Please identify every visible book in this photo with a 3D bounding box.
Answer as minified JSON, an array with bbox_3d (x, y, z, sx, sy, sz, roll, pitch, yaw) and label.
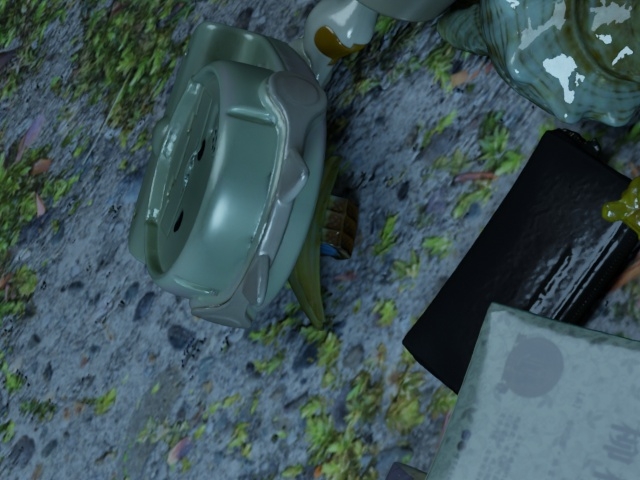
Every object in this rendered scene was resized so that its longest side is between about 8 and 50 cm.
[{"bbox_3d":[0.240,0.207,1.348,0.379,0.031,0.264,14,75,34],"label":"book"}]

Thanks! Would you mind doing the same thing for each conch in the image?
[{"bbox_3d":[0.209,-0.212,1.631,0.203,0.169,0.386,-44,38,-12],"label":"conch"}]

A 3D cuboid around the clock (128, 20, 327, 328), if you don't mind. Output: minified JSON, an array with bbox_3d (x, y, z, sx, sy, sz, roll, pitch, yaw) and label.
[{"bbox_3d":[-0.086,-0.056,1.796,0.324,0.108,0.265,-131,59,-67],"label":"clock"}]

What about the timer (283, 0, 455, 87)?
[{"bbox_3d":[0.030,-0.232,1.878,0.266,0.175,0.175,-53,35,37],"label":"timer"}]

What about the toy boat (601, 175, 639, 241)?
[{"bbox_3d":[0.343,-0.006,1.380,0.318,0.099,0.141,13,108,59],"label":"toy boat"}]

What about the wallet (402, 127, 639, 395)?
[{"bbox_3d":[0.179,0.026,1.603,0.250,0.044,0.149,-54,42,6],"label":"wallet"}]

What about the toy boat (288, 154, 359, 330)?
[{"bbox_3d":[0.000,0.000,1.800,0.065,0.066,0.172,106,173,-68],"label":"toy boat"}]

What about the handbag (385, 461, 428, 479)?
[{"bbox_3d":[0.098,0.263,1.502,0.173,0.095,0.117,31,97,59],"label":"handbag"}]
